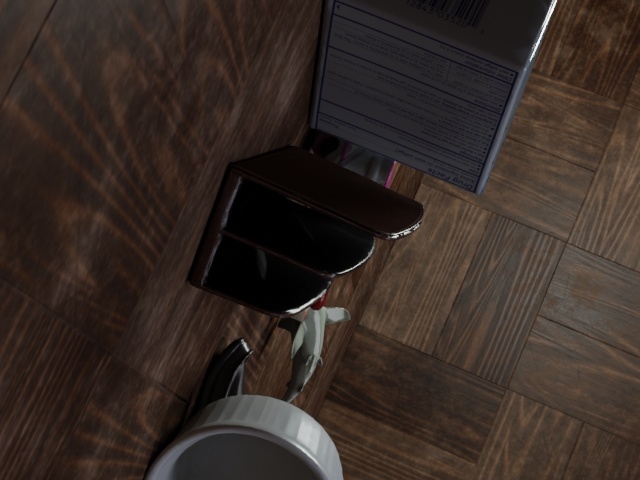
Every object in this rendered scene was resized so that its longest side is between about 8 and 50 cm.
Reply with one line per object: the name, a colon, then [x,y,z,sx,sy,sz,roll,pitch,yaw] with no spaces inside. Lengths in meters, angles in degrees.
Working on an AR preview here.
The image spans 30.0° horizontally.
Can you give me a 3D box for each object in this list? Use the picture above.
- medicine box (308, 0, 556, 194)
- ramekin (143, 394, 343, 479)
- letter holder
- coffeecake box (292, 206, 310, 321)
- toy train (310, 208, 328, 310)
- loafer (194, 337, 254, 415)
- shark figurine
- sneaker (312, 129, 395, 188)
medicine box: [0.141,-0.234,1.588,0.289,0.263,0.149,99,16,-59]
ramekin: [-0.097,0.348,1.647,0.135,0.277,0.277,-66,176,-68]
letter holder: [0.000,0.000,1.488,0.302,0.214,0.152,-36,148,-75]
coffeecake box: [-0.013,0.017,1.974,0.142,0.068,0.185,104,13,-53]
toy train: [-0.003,-0.022,1.791,0.248,0.105,0.143,-63,172,-49]
loafer: [-0.138,0.247,1.750,0.080,0.078,0.220,-33,145,-76]
shark figurine: [-0.053,0.190,2.118,0.166,0.116,0.278,7,99,-47]
sneaker: [0.044,-0.157,1.773,0.252,0.111,0.103,-95,-166,-56]
